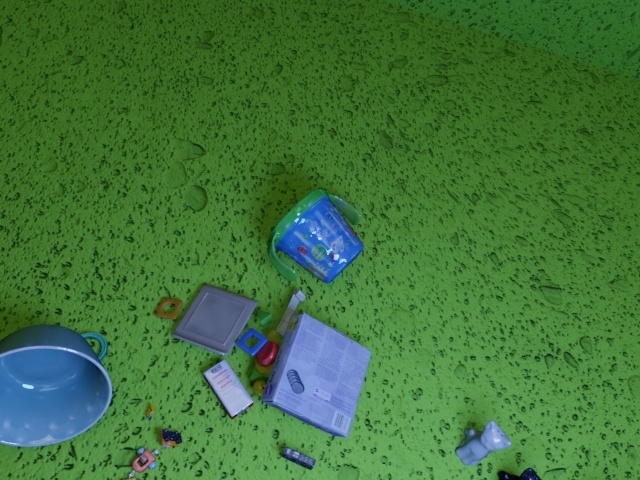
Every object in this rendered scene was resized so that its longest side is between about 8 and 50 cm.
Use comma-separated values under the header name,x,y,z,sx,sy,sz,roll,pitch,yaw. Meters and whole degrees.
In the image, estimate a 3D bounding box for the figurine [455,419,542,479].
name,x,y,z,sx,sy,sz,roll,pitch,yaw
figurine,0.454,0.559,1.351,0.092,0.209,0.215,-28,67,-22

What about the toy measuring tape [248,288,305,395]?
name,x,y,z,sx,sy,sz,roll,pitch,yaw
toy measuring tape,-0.091,0.278,1.483,0.121,0.121,0.330,24,60,6

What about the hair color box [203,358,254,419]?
name,x,y,z,sx,sy,sz,roll,pitch,yaw
hair color box,-0.245,0.397,1.437,0.072,0.043,0.141,-30,70,-23

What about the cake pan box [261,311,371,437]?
name,x,y,z,sx,sy,sz,roll,pitch,yaw
cake pan box,0.002,0.355,1.415,0.267,0.070,0.245,33,61,-26

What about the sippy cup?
name,x,y,z,sx,sy,sz,roll,pitch,yaw
sippy cup,0.000,0.000,1.614,0.305,0.240,0.224,-44,84,-2

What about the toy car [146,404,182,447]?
name,x,y,z,sx,sy,sz,roll,pitch,yaw
toy car,-0.403,0.480,1.381,0.040,0.060,0.122,-53,52,14

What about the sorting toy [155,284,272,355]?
name,x,y,z,sx,sy,sz,roll,pitch,yaw
sorting toy,-0.294,0.225,1.515,0.348,0.047,0.196,16,51,18

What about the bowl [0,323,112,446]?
name,x,y,z,sx,sy,sz,roll,pitch,yaw
bowl,-0.671,0.324,1.295,0.312,0.311,0.163,-13,34,-16

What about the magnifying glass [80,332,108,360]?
name,x,y,z,sx,sy,sz,roll,pitch,yaw
magnifying glass,-0.684,0.317,1.429,0.231,0.026,0.092,-22,66,-19

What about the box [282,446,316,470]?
name,x,y,z,sx,sy,sz,roll,pitch,yaw
box,-0.055,0.552,1.362,0.083,0.067,0.018,22,59,5

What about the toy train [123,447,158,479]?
name,x,y,z,sx,sy,sz,roll,pitch,yaw
toy train,-0.417,0.589,1.298,0.125,0.046,0.166,-35,70,-24
